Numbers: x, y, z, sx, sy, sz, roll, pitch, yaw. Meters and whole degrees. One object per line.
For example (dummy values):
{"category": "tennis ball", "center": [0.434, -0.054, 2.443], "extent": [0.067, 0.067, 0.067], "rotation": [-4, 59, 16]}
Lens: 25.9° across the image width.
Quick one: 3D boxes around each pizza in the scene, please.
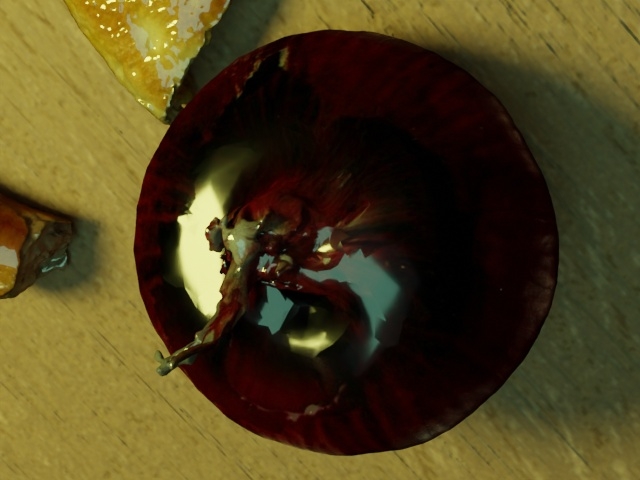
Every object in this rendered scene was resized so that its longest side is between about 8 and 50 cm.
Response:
{"category": "pizza", "center": [-0.125, -0.207, 0.905], "extent": [0.134, 0.056, 0.271], "rotation": [-22, 103, 20]}

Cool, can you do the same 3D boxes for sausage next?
{"category": "sausage", "center": [-0.313, -0.059, 0.988], "extent": [0.302, 0.076, 0.103], "rotation": [39, 105, -6]}

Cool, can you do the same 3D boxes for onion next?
{"category": "onion", "center": [0.000, 0.000, 0.847], "extent": [0.273, 0.285, 0.273], "rotation": [0, 90, 25]}
